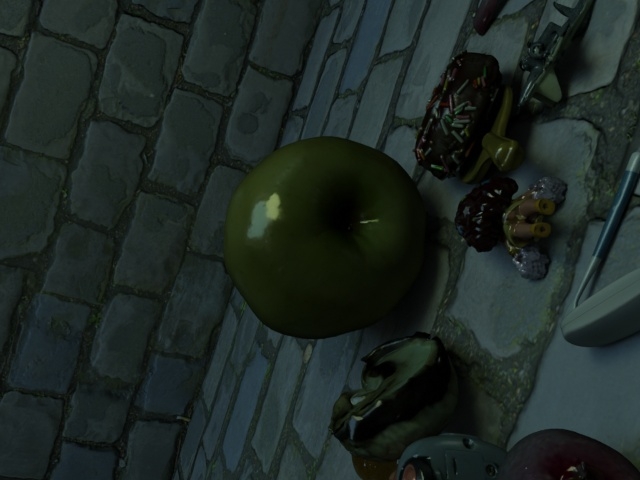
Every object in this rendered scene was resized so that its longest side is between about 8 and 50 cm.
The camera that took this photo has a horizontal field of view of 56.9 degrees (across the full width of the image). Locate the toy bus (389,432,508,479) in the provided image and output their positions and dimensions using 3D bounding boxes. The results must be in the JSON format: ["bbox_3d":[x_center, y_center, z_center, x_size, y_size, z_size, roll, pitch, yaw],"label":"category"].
[{"bbox_3d":[0.188,0.442,0.856,0.232,0.194,0.288,115,161,-56],"label":"toy bus"}]

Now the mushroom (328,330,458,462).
[{"bbox_3d":[0.133,0.283,1.045,0.247,0.130,0.344,-33,0,6],"label":"mushroom"}]

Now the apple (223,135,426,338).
[{"bbox_3d":[0.000,0.000,1.318,0.474,0.473,0.474,-51,29,45],"label":"apple"}]

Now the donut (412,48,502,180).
[{"bbox_3d":[0.267,-0.252,1.180,0.270,0.103,0.270,-156,90,-90],"label":"donut"}]

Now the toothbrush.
[{"bbox_3d":[0.406,0.005,0.845,0.019,0.025,0.276,30,100,64],"label":"toothbrush"}]

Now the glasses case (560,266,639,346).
[{"bbox_3d":[0.389,0.082,0.745,0.193,0.074,0.049,129,151,-46],"label":"glasses case"}]

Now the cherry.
[{"bbox_3d":[0.286,0.328,0.664,0.213,0.183,0.266,-82,4,-62],"label":"cherry"}]

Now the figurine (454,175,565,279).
[{"bbox_3d":[0.312,-0.035,0.978,0.240,0.115,0.175,14,88,69],"label":"figurine"}]

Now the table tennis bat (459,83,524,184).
[{"bbox_3d":[0.316,-0.184,1.087,0.321,0.050,0.198,-75,5,-70],"label":"table tennis bat"}]

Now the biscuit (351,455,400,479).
[{"bbox_3d":[0.130,0.411,1.195,0.208,0.049,0.181,1,75,67],"label":"biscuit"}]

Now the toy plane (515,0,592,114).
[{"bbox_3d":[0.406,-0.348,1.026,0.192,0.088,0.262,17,-86,-83],"label":"toy plane"}]

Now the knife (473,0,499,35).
[{"bbox_3d":[0.404,-0.572,1.258,0.278,0.053,0.123,-55,21,38],"label":"knife"}]
